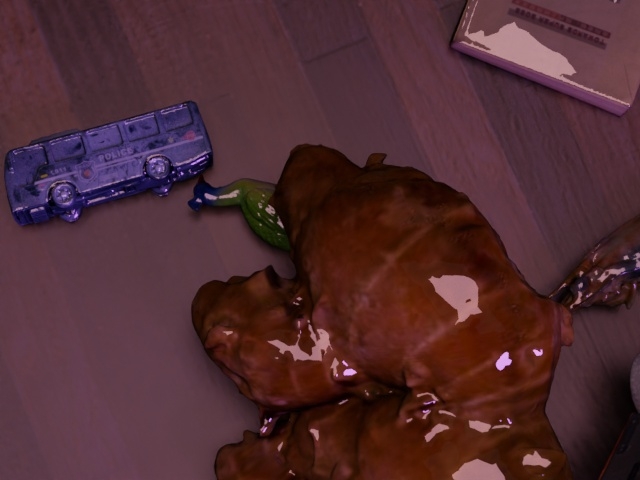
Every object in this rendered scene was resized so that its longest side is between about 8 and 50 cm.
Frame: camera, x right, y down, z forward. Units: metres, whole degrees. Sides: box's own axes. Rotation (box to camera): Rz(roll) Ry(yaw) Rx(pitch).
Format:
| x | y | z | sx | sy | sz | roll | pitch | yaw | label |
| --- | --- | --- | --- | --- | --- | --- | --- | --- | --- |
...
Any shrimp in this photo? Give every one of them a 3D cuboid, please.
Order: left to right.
| x | y | z | sx | sy | sz | roll | pitch | yaw | label |
| --- | --- | --- | --- | --- | --- | --- | --- | --- | --- |
| 0.296 | 0.030 | 1.184 | 0.251 | 0.052 | 0.143 | -25 | 85 | -8 | shrimp |

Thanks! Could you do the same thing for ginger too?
| x | y | z | sx | sy | sz | roll | pitch | yaw | label |
| --- | --- | --- | --- | --- | --- | --- | --- | --- | --- |
| 0.050 | 0.097 | 1.101 | 0.274 | 0.152 | 0.357 | -8 | 90 | 21 | ginger |

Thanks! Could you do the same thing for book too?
| x | y | z | sx | sy | sz | roll | pitch | yaw | label |
| --- | --- | --- | --- | --- | --- | --- | --- | --- | --- |
| 0.223 | -0.237 | 1.241 | 0.161 | 0.026 | 0.231 | 22 | 79 | 1 | book |

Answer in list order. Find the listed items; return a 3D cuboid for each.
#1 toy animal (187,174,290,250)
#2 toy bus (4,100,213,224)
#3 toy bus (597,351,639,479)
| x | y | z | sx | sy | sz | roll | pitch | yaw | label |
| --- | --- | --- | --- | --- | --- | --- | --- | --- | --- |
| 0.006 | -0.016 | 1.181 | 0.217 | 0.041 | 0.075 | 25 | 81 | -3 | toy animal |
| -0.169 | -0.061 | 1.175 | 0.166 | 0.047 | 0.065 | -16 | 76 | -8 | toy bus |
| 0.271 | 0.193 | 1.025 | 0.153 | 0.143 | 0.329 | 61 | 41 | -18 | toy bus |
